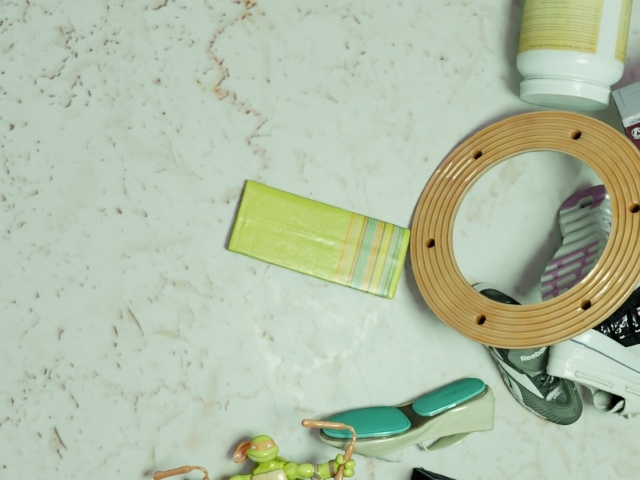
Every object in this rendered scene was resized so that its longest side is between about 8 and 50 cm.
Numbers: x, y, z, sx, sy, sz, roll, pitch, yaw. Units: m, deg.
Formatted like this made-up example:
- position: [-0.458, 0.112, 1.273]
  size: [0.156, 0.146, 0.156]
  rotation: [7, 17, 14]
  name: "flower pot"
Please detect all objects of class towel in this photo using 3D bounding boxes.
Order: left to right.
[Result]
- position: [0.000, 0.000, 1.753]
  size: [0.237, 0.021, 0.102]
  rotation: [17, 81, -9]
  name: "towel"

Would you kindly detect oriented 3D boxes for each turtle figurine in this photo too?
- position: [-0.069, 0.345, 1.701]
  size: [0.270, 0.087, 0.217]
  rotation: [-14, 97, 1]
  name: "turtle figurine"

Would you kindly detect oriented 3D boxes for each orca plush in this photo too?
- position: [0.459, 0.075, 1.795]
  size: [0.287, 0.102, 0.151]
  rotation: [-14, 92, -11]
  name: "orca plush"

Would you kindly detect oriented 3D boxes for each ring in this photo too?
- position: [0.276, -0.015, 1.699]
  size: [0.337, 0.032, 0.336]
  rotation: [-13, 62, 25]
  name: "ring"

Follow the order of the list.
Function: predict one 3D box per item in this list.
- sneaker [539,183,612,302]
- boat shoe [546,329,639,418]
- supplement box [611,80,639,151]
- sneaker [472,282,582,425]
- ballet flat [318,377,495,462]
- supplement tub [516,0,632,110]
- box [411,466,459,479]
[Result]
- position: [0.369, 0.032, 1.750]
  size: [0.104, 0.095, 0.236]
  rotation: [49, 42, -23]
  name: "sneaker"
- position: [0.406, 0.197, 1.757]
  size: [0.268, 0.096, 0.088]
  rotation: [31, 79, -35]
  name: "boat shoe"
- position: [0.489, -0.115, 1.743]
  size: [0.130, 0.073, 0.239]
  rotation: [-22, 128, 13]
  name: "supplement box"
- position: [0.282, 0.160, 1.759]
  size: [0.078, 0.106, 0.234]
  rotation: [-37, 96, -8]
  name: "sneaker"
- position: [0.121, 0.256, 1.746]
  size: [0.249, 0.086, 0.086]
  rotation: [-14, 92, -12]
  name: "ballet flat"
- position: [0.343, -0.284, 1.756]
  size: [0.144, 0.144, 0.199]
  rotation: [9, 88, -11]
  name: "supplement tub"
- position: [0.209, 0.410, 1.741]
  size: [0.207, 0.108, 0.153]
  rotation: [20, 85, -10]
  name: "box"
